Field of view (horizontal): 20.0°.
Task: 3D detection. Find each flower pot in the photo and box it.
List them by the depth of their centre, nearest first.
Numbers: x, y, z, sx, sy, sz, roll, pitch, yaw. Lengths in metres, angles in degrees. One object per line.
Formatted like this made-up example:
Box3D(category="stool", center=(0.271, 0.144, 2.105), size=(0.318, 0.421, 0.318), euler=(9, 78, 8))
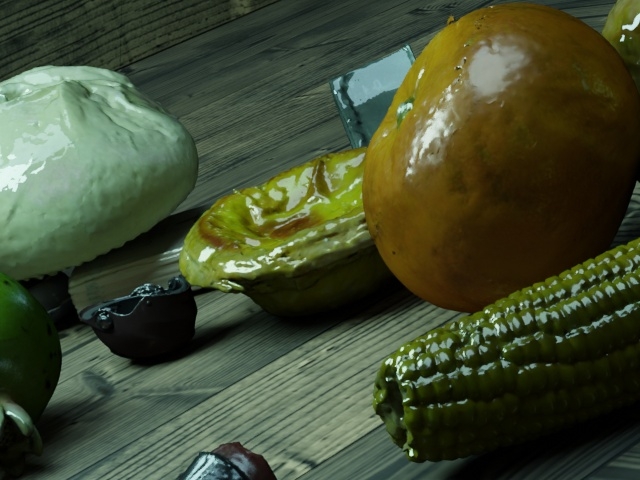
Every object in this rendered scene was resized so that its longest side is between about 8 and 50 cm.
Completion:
Box3D(category="flower pot", center=(0.088, -0.119, 2.055), size=(0.108, 0.103, 0.229), euler=(-21, 42, -1))

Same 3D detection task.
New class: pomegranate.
Box3D(category="pomegranate", center=(-0.321, 0.131, 1.685), size=(0.187, 0.187, 0.225), euler=(-22, 45, -14))

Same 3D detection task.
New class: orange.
Box3D(category="orange", center=(0.164, -0.069, 1.616), size=(0.226, 0.284, 0.284), euler=(24, 14, -6))

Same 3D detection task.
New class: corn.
Box3D(category="corn", center=(0.213, 0.068, 1.352), size=(0.363, 0.120, 0.120), euler=(-21, 15, -7))

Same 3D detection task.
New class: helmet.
Box3D(category="helmet", center=(-0.178, 0.085, 1.841), size=(0.123, 0.070, 0.098), euler=(-18, 7, 27))

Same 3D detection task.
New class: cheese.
Box3D(category="cheese", center=(-0.349, 0.068, 2.139), size=(0.135, 0.052, 0.245), euler=(-21, 14, -12))

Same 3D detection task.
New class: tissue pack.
Box3D(category="tissue pack", center=(-0.117, 0.000, 2.072), size=(0.325, 0.071, 0.170), euler=(-16, 17, 10))

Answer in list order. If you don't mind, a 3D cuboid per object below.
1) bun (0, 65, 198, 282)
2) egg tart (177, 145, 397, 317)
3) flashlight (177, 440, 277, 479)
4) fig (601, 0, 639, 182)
Box3D(category="bun", center=(-0.316, -0.084, 2.087), size=(0.361, 0.213, 0.361), euler=(-25, 13, 6))
Box3D(category="egg tart", center=(0.000, 0.000, 1.851), size=(0.295, 0.116, 0.295), euler=(-16, 20, 6))
Box3D(category="flashlight", center=(-0.128, 0.230, 1.245), size=(0.232, 0.093, 0.093), euler=(-31, 19, -25))
Box3D(category="fig", center=(0.429, -0.122, 1.685), size=(0.286, 0.286, 0.368), euler=(-24, 46, -20))
